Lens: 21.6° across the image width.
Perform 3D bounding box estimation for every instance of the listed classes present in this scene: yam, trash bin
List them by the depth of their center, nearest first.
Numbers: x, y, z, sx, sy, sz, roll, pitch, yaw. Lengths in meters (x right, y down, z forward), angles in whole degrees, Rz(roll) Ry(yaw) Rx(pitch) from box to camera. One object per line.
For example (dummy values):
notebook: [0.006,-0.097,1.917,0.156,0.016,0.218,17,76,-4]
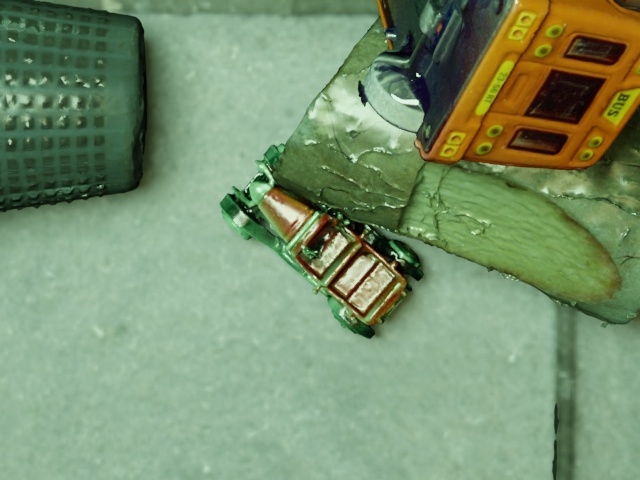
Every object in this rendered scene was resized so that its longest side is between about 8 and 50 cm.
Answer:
yam: [0.112,-0.056,1.105,0.254,0.154,0.154,22,95,3]
trash bin: [-0.198,-0.090,1.136,0.161,0.175,0.175,1,93,-6]

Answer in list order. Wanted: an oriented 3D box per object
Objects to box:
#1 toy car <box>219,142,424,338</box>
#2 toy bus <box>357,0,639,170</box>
toy car: [0.000,0.000,1.165,0.143,0.054,0.073,42,96,2]
toy bus: [0.100,-0.201,1.043,0.153,0.329,0.143,7,135,-21]
